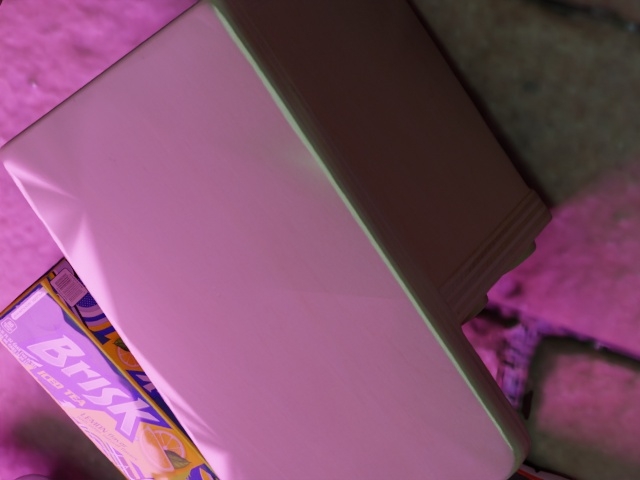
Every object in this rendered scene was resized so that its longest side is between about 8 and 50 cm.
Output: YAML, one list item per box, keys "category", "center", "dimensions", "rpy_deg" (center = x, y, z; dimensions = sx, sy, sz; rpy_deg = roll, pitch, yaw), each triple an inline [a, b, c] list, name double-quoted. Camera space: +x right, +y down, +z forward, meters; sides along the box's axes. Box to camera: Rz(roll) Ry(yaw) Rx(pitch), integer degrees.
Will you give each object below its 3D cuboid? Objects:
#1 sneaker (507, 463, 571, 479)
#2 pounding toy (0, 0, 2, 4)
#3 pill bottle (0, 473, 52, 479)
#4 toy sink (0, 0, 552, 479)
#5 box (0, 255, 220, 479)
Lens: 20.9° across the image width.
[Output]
- category: "sneaker"
  center: [0.068, 0.132, 0.870]
  dimensions: [0.158, 0.065, 0.061]
  rpy_deg: [20, 126, 16]
- category: "pounding toy"
  center: [-0.237, -0.176, 0.793]
  dimensions: [0.206, 0.181, 0.094]
  rpy_deg: [21, 113, -6]
- category: "pill bottle"
  center: [-0.164, 0.200, 1.010]
  dimensions: [0.180, 0.108, 0.108]
  rpy_deg: [35, 129, 5]
- category: "toy sink"
  center: [0.000, 0.000, 0.784]
  dimensions: [0.152, 0.131, 0.234]
  rpy_deg: [-30, 97, 38]
- category: "box"
  center: [-0.095, 0.083, 0.935]
  dimensions: [0.169, 0.054, 0.059]
  rpy_deg: [49, 129, -5]
